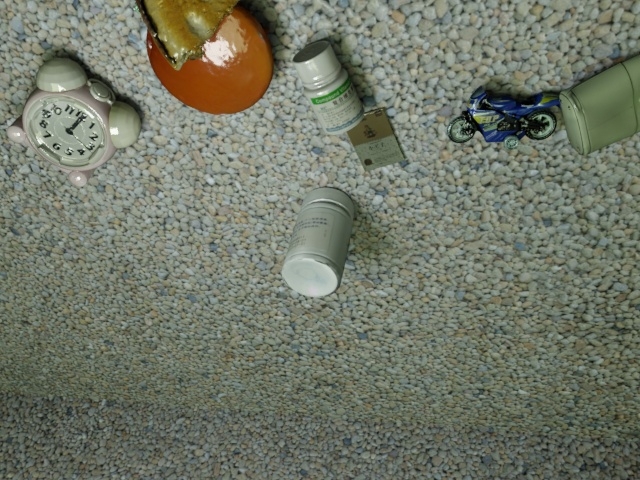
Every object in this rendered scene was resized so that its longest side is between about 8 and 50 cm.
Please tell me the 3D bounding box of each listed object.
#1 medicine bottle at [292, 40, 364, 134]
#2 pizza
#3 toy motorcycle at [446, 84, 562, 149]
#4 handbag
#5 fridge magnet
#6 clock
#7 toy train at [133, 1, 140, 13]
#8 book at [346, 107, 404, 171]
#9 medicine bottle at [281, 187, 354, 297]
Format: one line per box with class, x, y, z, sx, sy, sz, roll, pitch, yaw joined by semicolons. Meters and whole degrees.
medicine bottle;0.023;-0.428;1.773;0.139;0.139;0.237;-12;127;23
pizza;-0.336;-0.701;1.552;0.392;0.080;0.435;44;91;-7
toy motorcycle;0.511;-0.350;1.755;0.315;0.113;0.169;-3;123;3
handbag;0.807;-0.375;1.684;0.315;0.109;0.241;-26;126;4
fridge magnet;-0.304;-0.515;1.751;0.364;0.155;0.363;7;134;7
clock;-0.767;-0.372;1.984;0.342;0.184;0.326;35;126;-26
toy train;-0.457;-0.684;1.689;0.118;0.074;0.176;-5;129;12
book;0.163;-0.306;1.936;0.138;0.016;0.198;-13;128;23
medicine bottle;0.000;0.000;2.049;0.190;0.332;0.190;8;138;7
